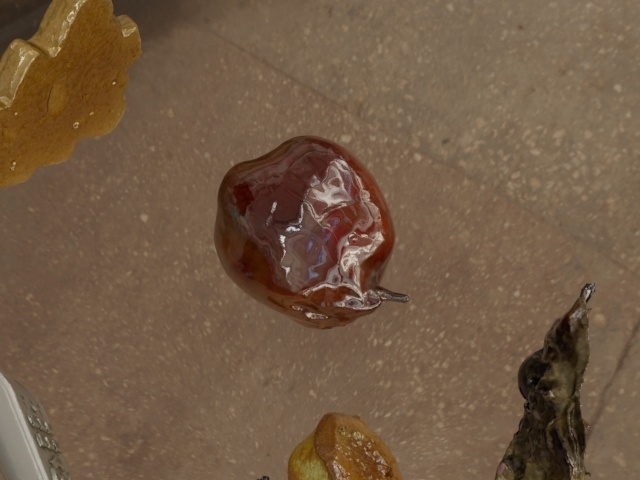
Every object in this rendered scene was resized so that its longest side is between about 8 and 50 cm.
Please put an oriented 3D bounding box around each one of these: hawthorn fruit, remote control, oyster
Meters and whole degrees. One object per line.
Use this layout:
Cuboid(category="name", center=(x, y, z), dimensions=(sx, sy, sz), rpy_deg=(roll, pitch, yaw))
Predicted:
Cuboid(category="hawthorn fruit", center=(0.000, 0.000, 0.798), dimensions=(0.208, 0.208, 0.248), rpy_deg=(-38, 59, -15))
Cuboid(category="remote control", center=(-0.268, 0.266, 0.679), dimensions=(0.055, 0.109, 0.313), rpy_deg=(-26, 71, -16))
Cuboid(category="oyster", center=(0.271, 0.226, 0.799), dimensions=(0.096, 0.221, 0.361), rpy_deg=(-3, 40, 27))

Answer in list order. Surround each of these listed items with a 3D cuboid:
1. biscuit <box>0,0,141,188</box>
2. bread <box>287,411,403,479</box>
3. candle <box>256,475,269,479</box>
Cuboid(category="biscuit", center=(-0.259, -0.132, 0.651), dimensions=(0.041, 0.212, 0.238), rpy_deg=(37, 65, 5))
Cuboid(category="bread", center=(0.059, 0.449, 1.268), dimensions=(0.146, 0.268, 0.268), rpy_deg=(-42, 74, 19))
Cuboid(category="candle", center=(-0.071, 0.350, 0.939), dimensions=(0.026, 0.167, 0.021), rpy_deg=(25, 85, -11))
